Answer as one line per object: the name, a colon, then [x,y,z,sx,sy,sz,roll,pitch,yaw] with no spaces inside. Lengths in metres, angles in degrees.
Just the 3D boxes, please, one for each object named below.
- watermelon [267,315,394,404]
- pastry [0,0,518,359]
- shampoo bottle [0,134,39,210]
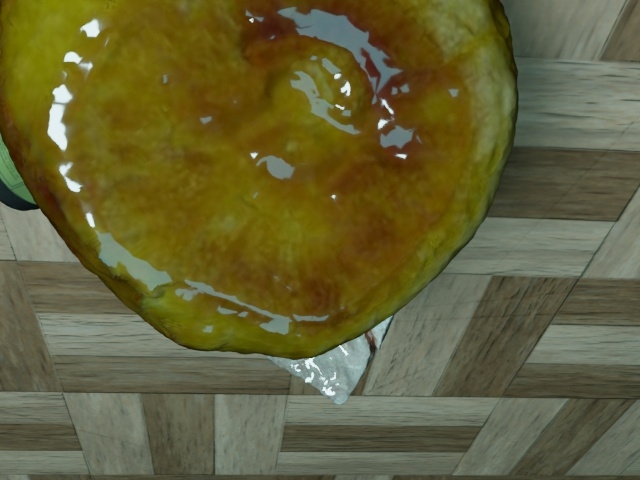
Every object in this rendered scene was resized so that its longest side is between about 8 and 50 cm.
watermelon: [0.000,0.000,0.712,0.310,0.232,0.193,12,109,-28]
pastry: [-0.039,-0.095,0.519,0.356,0.356,0.164,8,-174,-14]
shampoo bottle: [-0.149,-0.112,0.644,0.283,0.101,0.101,-18,141,19]
